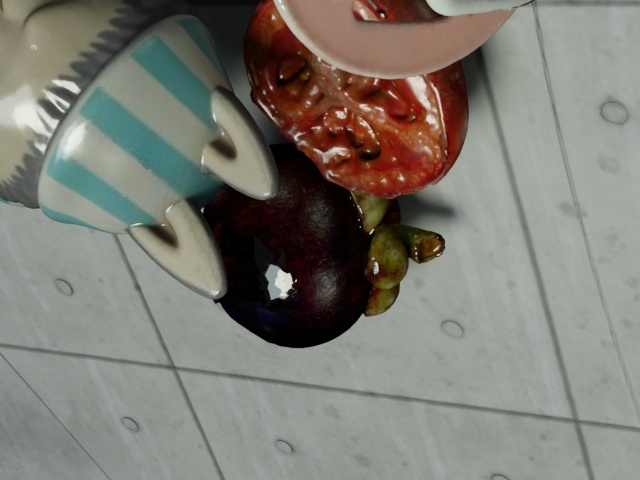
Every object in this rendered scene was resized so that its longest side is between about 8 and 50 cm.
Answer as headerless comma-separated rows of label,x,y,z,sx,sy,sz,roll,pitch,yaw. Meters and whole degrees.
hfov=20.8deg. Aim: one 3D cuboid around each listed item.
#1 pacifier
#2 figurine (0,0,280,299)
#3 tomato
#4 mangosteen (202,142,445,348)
pacifier,0.063,-0.284,1.267,0.273,0.220,0.332,15,113,23
figurine,-0.206,-0.071,1.534,0.378,0.266,0.361,58,162,26
tomato,0.040,-0.154,1.506,0.228,0.101,0.228,25,139,24
mangosteen,0.000,0.000,1.633,0.230,0.194,0.194,-11,128,6
